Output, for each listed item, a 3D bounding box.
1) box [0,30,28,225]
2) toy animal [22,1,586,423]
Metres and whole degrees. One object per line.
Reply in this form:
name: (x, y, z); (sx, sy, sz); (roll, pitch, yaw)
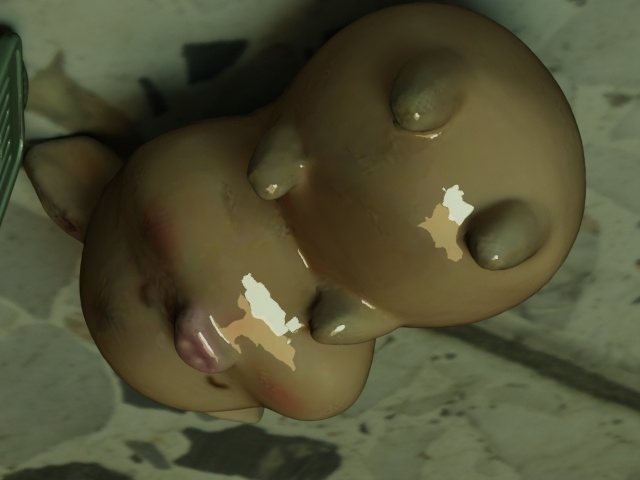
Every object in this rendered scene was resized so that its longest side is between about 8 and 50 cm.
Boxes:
box: (-0.172, -0.032, 0.831); (0.069, 0.122, 0.084); (9, 137, 2)
toy animal: (-0.002, -0.011, 0.846); (0.250, 0.154, 0.166); (-23, 93, 31)
